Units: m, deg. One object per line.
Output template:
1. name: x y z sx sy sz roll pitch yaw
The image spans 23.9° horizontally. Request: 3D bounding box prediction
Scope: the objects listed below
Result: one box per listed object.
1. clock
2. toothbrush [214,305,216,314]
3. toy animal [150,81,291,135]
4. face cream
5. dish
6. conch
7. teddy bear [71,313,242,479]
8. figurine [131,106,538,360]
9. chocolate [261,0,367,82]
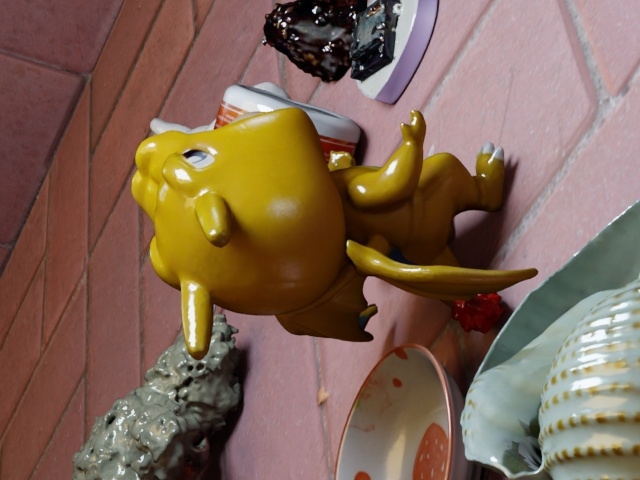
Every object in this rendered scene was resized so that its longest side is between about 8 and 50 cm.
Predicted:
1. clock: 0.085 -0.272 2.063 0.198 0.064 0.172 155 128 -64
2. toothbrush: -0.190 0.155 2.526 0.025 0.029 0.307 -105 34 -53
3. toy animal: -0.150 -0.128 2.389 0.367 0.196 0.241 7 75 67
4. face cream: -0.062 -0.105 2.128 0.201 0.201 0.187 -143 69 -67
5. dish: 0.108 0.247 1.634 0.260 0.085 0.260 -45 38 50
6. conch: 0.271 0.101 1.161 0.319 0.215 0.303 -50 15 -29
7. teddy bear: -0.217 0.290 2.293 0.367 0.224 0.357 -53 1 -7
8. figurine: 0.015 -0.013 1.643 0.401 0.387 0.268 179 90 -64
9. chocolate: -0.019 -0.320 2.264 0.156 0.133 0.156 -44 39 51
